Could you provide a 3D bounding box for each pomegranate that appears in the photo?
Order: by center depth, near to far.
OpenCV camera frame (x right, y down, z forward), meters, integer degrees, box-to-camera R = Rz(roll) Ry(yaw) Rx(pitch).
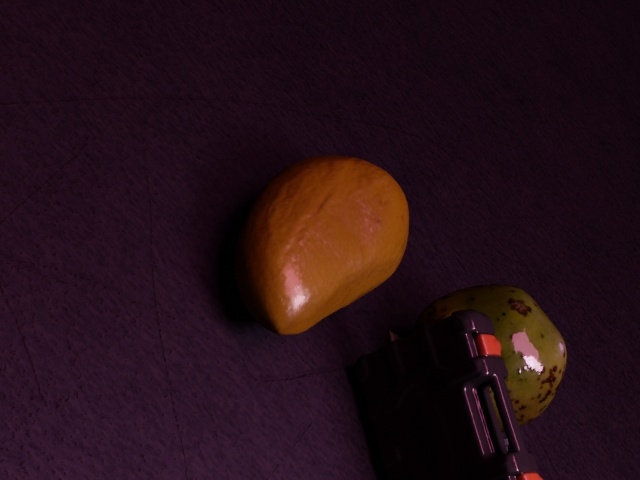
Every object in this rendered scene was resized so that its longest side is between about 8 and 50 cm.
[{"bbox_3d":[0.227,0.162,1.815,0.214,0.214,0.248,62,2,4],"label":"pomegranate"}]

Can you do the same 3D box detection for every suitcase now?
[{"bbox_3d":[0.160,0.249,1.642,0.066,0.206,0.285,9,59,-50],"label":"suitcase"}]

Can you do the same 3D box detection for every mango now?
[{"bbox_3d":[-0.003,-0.008,1.690,0.331,0.142,0.195,-28,83,-51],"label":"mango"}]

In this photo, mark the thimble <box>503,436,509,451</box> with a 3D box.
[{"bbox_3d":[0.226,0.324,1.763,0.135,0.090,0.118,21,53,-39],"label":"thimble"}]

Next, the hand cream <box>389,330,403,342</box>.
[{"bbox_3d":[0.107,0.168,1.794,0.035,0.022,0.102,31,40,-25],"label":"hand cream"}]
